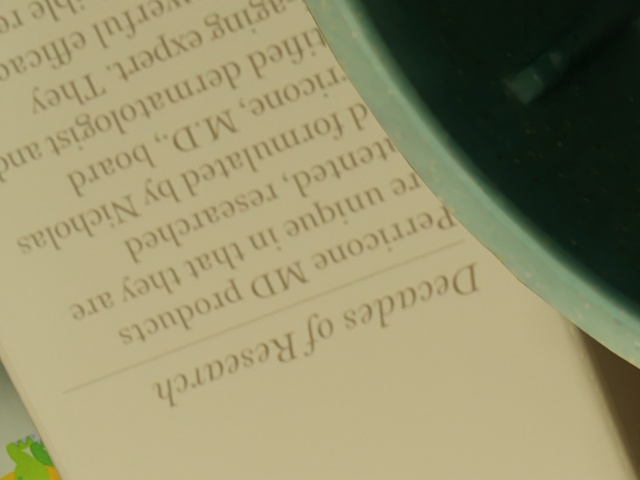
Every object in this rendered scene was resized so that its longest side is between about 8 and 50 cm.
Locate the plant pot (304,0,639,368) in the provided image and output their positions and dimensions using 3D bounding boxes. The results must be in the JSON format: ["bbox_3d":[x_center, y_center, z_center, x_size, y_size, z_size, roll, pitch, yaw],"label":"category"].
[{"bbox_3d":[0.204,-0.169,0.426,0.341,0.334,0.341,19,127,28],"label":"plant pot"}]

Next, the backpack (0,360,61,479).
[{"bbox_3d":[-0.210,0.116,0.881,0.290,0.273,0.355,62,172,16],"label":"backpack"}]

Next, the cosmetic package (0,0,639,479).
[{"bbox_3d":[0.000,0.000,0.599,0.161,0.230,0.453,-20,107,10],"label":"cosmetic package"}]
